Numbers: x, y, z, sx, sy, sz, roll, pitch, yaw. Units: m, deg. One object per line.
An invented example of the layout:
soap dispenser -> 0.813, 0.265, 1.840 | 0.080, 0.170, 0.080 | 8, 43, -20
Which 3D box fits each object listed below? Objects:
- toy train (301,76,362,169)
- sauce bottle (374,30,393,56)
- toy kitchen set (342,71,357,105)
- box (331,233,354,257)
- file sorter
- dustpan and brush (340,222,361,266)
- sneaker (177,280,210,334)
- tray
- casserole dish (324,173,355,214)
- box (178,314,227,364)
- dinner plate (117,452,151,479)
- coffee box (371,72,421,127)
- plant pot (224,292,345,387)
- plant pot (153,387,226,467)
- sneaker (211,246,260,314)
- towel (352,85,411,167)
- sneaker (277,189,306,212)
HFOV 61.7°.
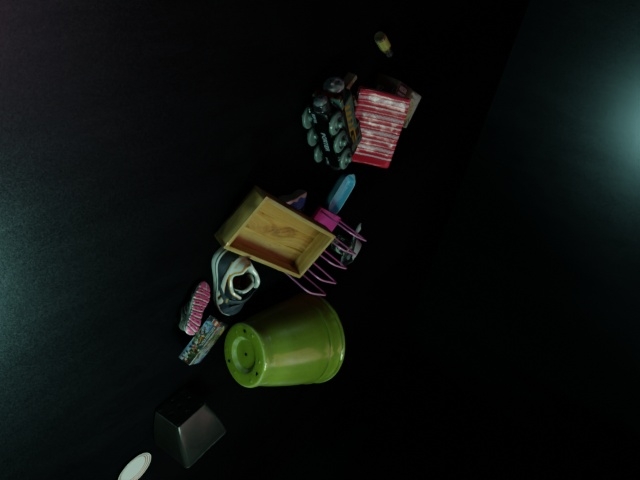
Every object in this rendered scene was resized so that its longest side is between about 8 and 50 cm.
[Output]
toy train -> 0.047, -0.380, 1.770 | 0.190, 0.142, 0.334 | -63, 156, -22
sauce bottle -> 0.222, -0.679, 1.862 | 0.042, 0.042, 0.128 | -61, 158, 3
toy kitchen set -> 0.109, -0.504, 1.810 | 0.075, 0.068, 0.083 | -55, 155, -9
box -> 0.096, 0.023, 2.350 | 0.062, 0.083, 0.052 | -43, 151, -31
file sorter -> 0.012, 0.051, 2.066 | 0.290, 0.182, 0.202 | -54, 156, 7
dustpan and brush -> 0.151, 0.013, 2.454 | 0.211, 0.060, 0.147 | -55, -172, -24
sneaker -> -0.400, 0.206, 1.665 | 0.063, 0.075, 0.170 | 33, 65, -48
tray -> -0.135, -0.016, 1.756 | 0.202, 0.076, 0.411 | -49, 146, 9
casserole dish -> 0.074, -0.188, 2.133 | 0.188, 0.037, 0.114 | -59, 155, -1
box -> -0.377, 0.326, 1.750 | 0.159, 0.044, 0.233 | -53, 177, -11
dinner plate -> -0.659, 0.807, 1.890 | 0.141, 0.017, 0.141 | -43, 151, -31
coffee box -> 0.280, -0.534, 2.059 | 0.247, 0.098, 0.141 | 1, 117, -62
plant pot -> -0.159, 0.402, 2.037 | 0.353, 0.366, 0.366 | -5, 123, -47
plant pot -> -0.472, 0.633, 1.874 | 0.187, 0.188, 0.166 | -38, 134, -38
sneaker -> -0.277, 0.162, 1.765 | 0.126, 0.128, 0.321 | -45, 153, -32
towel -> 0.196, -0.407, 1.956 | 0.031, 0.199, 0.274 | -90, -166, -62
sneaker -> -0.101, -0.118, 1.856 | 0.152, 0.058, 0.084 | -34, 137, -54
